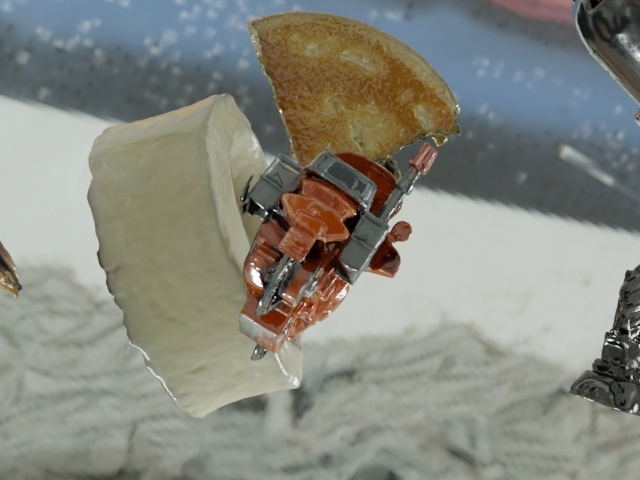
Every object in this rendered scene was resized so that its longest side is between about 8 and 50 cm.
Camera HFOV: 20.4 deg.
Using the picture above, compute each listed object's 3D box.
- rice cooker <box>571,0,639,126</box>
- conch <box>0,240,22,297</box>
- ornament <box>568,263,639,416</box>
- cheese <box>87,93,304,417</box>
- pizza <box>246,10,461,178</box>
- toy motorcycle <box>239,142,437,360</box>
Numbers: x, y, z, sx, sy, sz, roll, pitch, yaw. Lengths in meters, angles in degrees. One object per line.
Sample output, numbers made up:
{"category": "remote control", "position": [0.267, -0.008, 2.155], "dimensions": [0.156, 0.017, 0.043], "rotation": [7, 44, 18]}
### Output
{"category": "rice cooker", "position": [0.371, -0.223, 1.687], "dimensions": [0.224, 0.267, 0.267], "rotation": [48, -144, -3]}
{"category": "conch", "position": [-0.468, -0.033, 2.055], "dimensions": [0.330, 0.093, 0.109], "rotation": [51, -155, -40]}
{"category": "ornament", "position": [0.456, 0.112, 2.385], "dimensions": [0.106, 0.260, 0.251], "rotation": [10, 177, 43]}
{"category": "cheese", "position": [-0.122, 0.016, 1.958], "dimensions": [0.153, 0.332, 0.292], "rotation": [-15, -168, 11]}
{"category": "pizza", "position": [0.024, -0.153, 2.160], "dimensions": [0.290, 0.228, 0.081], "rotation": [19, 175, -11]}
{"category": "toy motorcycle", "position": [0.000, 0.000, 1.655], "dimensions": [0.148, 0.325, 0.221], "rotation": [32, -104, 4]}
